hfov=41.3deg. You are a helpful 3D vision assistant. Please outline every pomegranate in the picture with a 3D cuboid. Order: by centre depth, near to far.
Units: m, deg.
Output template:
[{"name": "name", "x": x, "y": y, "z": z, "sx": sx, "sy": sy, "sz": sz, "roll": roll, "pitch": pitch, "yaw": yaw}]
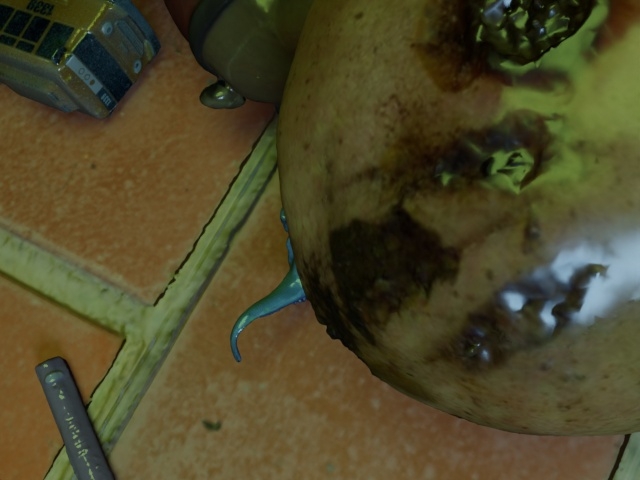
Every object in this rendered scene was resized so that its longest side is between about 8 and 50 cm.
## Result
[{"name": "pomegranate", "x": 0.130, "y": -0.054, "z": 0.443, "sx": 0.321, "sy": 0.322, "sz": 0.322, "roll": -4, "pitch": 67, "yaw": 11}]

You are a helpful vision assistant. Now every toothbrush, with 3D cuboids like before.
[{"name": "toothbrush", "x": -0.117, "y": 0.223, "z": 0.548, "sx": 0.024, "sy": 0.029, "sz": 0.354, "roll": -25, "pitch": 64, "yaw": -13}]

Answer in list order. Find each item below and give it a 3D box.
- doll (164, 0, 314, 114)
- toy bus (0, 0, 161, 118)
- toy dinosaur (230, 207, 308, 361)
[{"name": "doll", "x": -0.074, "y": -0.223, "z": 0.631, "sx": 0.174, "sy": 0.235, "sz": 0.330, "roll": -44, "pitch": 74, "yaw": 23}, {"name": "toy bus", "x": -0.237, "y": -0.172, "z": 0.704, "sx": 0.182, "sy": 0.091, "sz": 0.103, "roll": 21, "pitch": 75, "yaw": 21}, {"name": "toy dinosaur", "x": 0.000, "y": 0.000, "z": 0.587, "sx": 0.045, "sy": 0.080, "sz": 0.197, "roll": 31, "pitch": 73, "yaw": 27}]
